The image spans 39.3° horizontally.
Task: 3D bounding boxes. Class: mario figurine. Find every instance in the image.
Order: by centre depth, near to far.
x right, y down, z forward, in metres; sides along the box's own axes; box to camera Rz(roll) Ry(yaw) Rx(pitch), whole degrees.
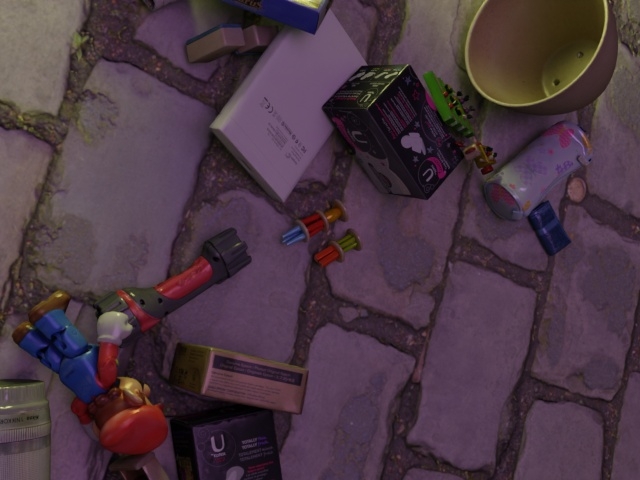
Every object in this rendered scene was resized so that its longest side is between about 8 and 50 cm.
[{"bbox_3d":[-0.385,0.239,1.594,0.170,0.198,0.320,-41,88,-24],"label":"mario figurine"}]

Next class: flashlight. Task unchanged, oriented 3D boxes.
[{"bbox_3d":[-0.275,0.079,1.691,0.304,0.103,0.103,-35,92,-22],"label":"flashlight"}]

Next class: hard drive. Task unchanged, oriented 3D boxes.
[{"bbox_3d":[-0.050,-0.285,1.801,0.353,0.047,0.233,-57,133,-17],"label":"hard drive"}]

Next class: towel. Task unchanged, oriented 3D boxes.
[{"bbox_3d":[0.535,-0.028,2.096,0.067,0.029,0.119,-33,100,-22],"label":"towel"}]

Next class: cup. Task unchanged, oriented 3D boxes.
[{"bbox_3d":[0.523,-0.410,1.994,0.237,0.331,0.331,23,76,-48],"label":"cup"}]

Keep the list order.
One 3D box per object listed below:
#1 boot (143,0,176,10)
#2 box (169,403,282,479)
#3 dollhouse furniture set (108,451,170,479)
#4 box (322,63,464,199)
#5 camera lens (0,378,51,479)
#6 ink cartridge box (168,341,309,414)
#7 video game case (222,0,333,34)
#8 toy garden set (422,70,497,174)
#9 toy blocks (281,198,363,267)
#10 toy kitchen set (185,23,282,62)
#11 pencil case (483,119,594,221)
[{"bbox_3d":[-0.344,-0.570,1.713,0.123,0.095,0.258,-39,102,-28],"label":"boot"},{"bbox_3d":[-0.169,0.457,1.682,0.165,0.143,0.270,-7,89,-26],"label":"box"},{"bbox_3d":[-0.364,0.507,1.559,0.242,0.212,0.161,-37,102,-41],"label":"dollhouse furniture set"},{"bbox_3d":[0.148,-0.221,1.840,0.142,0.163,0.247,-47,121,-20],"label":"box"},{"bbox_3d":[-0.558,0.373,1.476,0.219,0.219,0.274,1,85,-24],"label":"camera lens"},{"bbox_3d":[-0.156,0.251,1.655,0.193,0.234,0.088,15,81,-23],"label":"ink cartridge box"},{"bbox_3d":[-0.091,-0.533,1.745,0.269,0.061,0.244,21,51,4],"label":"video game case"},{"bbox_3d":[0.306,-0.247,1.890,0.049,0.244,0.204,-26,80,18],"label":"toy garden set"},{"bbox_3d":[0.000,0.000,1.843,0.148,0.054,0.123,-29,97,-23],"label":"toy blocks"},{"bbox_3d":[-0.164,-0.453,1.794,0.207,0.122,0.166,-12,91,-44],"label":"toy kitchen set"},{"bbox_3d":[0.497,-0.157,2.043,0.273,0.113,0.124,-37,79,-21],"label":"pencil case"}]
